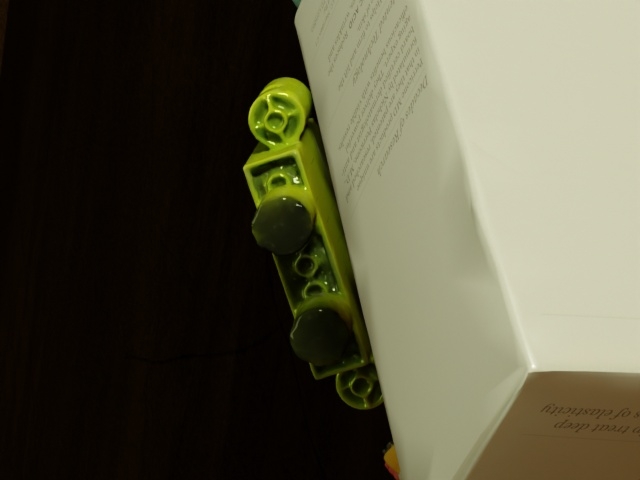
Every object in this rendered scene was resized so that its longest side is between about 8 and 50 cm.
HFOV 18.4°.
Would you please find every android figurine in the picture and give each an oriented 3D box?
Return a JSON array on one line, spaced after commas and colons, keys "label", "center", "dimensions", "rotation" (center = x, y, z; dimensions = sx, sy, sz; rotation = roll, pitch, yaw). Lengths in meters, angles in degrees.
[{"label": "android figurine", "center": [0.000, 0.000, 1.485], "dimensions": [0.273, 0.056, 0.248], "rotation": [-60, -48, -77]}]

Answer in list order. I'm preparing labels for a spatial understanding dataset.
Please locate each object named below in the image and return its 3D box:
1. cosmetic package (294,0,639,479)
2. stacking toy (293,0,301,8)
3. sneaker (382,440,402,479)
[{"label": "cosmetic package", "center": [0.132, -0.030, 1.063], "dimensions": [0.156, 0.217, 0.385], "rotation": [114, 150, -43]}, {"label": "stacking toy", "center": [0.044, -0.121, 1.450], "dimensions": [0.141, 0.141, 0.330], "rotation": [141, 125, -63]}, {"label": "sneaker", "center": [0.124, 0.132, 1.263], "dimensions": [0.093, 0.088, 0.225], "rotation": [64, 150, 17]}]
